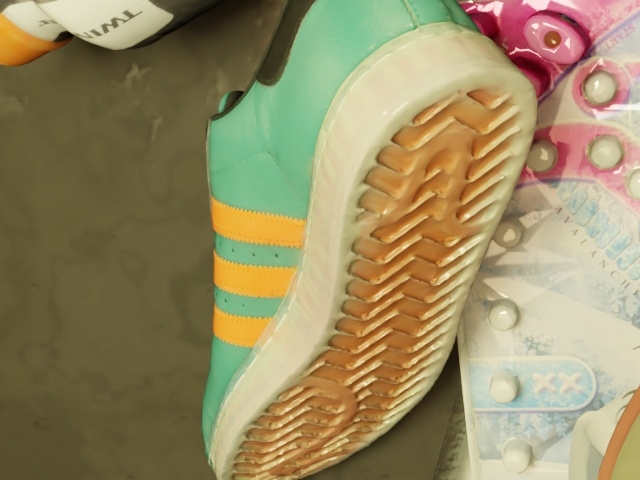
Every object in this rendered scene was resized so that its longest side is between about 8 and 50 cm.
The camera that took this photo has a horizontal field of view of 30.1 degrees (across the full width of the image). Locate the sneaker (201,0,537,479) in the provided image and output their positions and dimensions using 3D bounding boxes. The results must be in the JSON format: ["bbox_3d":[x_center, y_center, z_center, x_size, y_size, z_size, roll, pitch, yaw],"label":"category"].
[{"bbox_3d":[0.000,0.000,0.551,0.121,0.108,0.302,61,145,34],"label":"sneaker"}]

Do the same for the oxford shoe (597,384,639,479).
[{"bbox_3d":[0.272,0.001,0.431,0.146,0.140,0.397,30,110,-28],"label":"oxford shoe"}]

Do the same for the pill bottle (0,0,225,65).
[{"bbox_3d":[-0.060,-0.166,0.510,0.245,0.130,0.130,-26,98,22],"label":"pill bottle"}]

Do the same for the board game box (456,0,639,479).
[{"bbox_3d":[0.253,0.067,0.531,0.390,0.050,0.390,-3,105,18],"label":"board game box"}]
